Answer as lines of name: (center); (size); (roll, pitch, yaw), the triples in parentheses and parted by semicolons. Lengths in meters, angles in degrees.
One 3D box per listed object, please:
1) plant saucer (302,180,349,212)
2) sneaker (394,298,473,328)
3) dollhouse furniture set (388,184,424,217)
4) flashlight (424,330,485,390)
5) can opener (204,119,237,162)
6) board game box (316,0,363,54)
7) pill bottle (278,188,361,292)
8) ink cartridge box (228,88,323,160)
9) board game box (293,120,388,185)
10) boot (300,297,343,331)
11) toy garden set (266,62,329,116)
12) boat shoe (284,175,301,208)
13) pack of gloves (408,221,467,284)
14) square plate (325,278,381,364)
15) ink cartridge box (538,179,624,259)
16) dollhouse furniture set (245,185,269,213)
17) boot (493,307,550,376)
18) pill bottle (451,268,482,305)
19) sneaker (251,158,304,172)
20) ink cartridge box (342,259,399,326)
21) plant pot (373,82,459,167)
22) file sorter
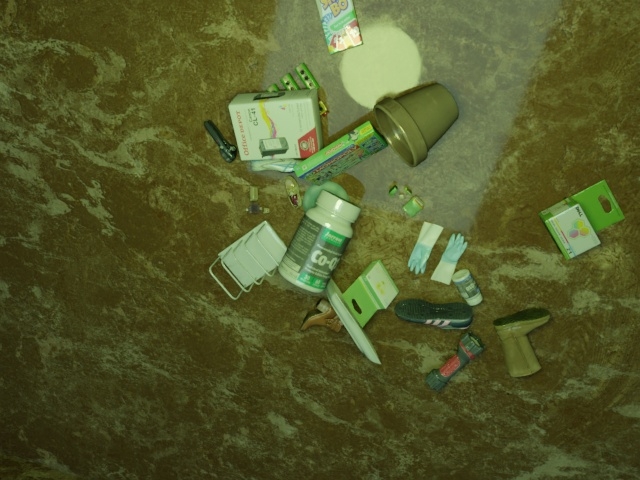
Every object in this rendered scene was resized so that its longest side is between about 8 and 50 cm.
plant saucer: (0.020, -0.143, 1.909); (0.195, 0.037, 0.195); (3, 112, 7)
sneaker: (0.473, 0.327, 1.987); (0.319, 0.112, 0.131); (4, 139, 18)
dollhouse furniture set: (0.336, -0.154, 1.843); (0.151, 0.058, 0.076); (42, 111, -8)
flashlight: (0.575, 0.527, 2.048); (0.103, 0.103, 0.304); (47, 114, 18)
can opener: (-0.397, -0.394, 1.864); (0.073, 0.059, 0.186); (-30, 104, 19)
board game box: (0.058, -0.803, 1.652); (0.124, 0.039, 0.259); (-13, 106, 13)
pill bottle: (0.000, 0.000, 1.812); (0.204, 0.204, 0.361); (26, 98, -2)
ink cartridge box: (-0.156, -0.423, 1.737); (0.306, 0.131, 0.226); (-2, 123, 10)
board game box: (0.079, -0.312, 1.742); (0.317, 0.213, 0.046); (-28, 78, 18)
boot: (0.014, 0.363, 2.087); (0.152, 0.073, 0.197); (35, 115, -10)
toy garden set: (-0.107, -0.510, 1.779); (0.244, 0.049, 0.204); (-31, 103, 18)
boat shoe: (-0.110, -0.193, 1.904); (0.050, 0.045, 0.135); (-18, 107, 15)
pack of gloves: (0.474, 0.061, 1.912); (0.195, 0.046, 0.232); (18, 113, 3)
square plate: (0.109, 0.302, 1.902); (0.049, 0.344, 0.347); (-32, 104, 0)
ink cartridge box: (0.983, -0.077, 1.752); (0.255, 0.097, 0.189); (-32, 103, 19)
dollhouse furniture set: (-0.271, -0.167, 1.959); (0.081, 0.091, 0.114); (-3, 88, 52)
boot: (0.870, 0.428, 1.975); (0.236, 0.089, 0.269); (-18, 107, 26)
pill bottle: (0.601, 0.193, 1.924); (0.078, 0.078, 0.137); (-29, 105, 18)
sneaker: (-0.157, -0.309, 1.849); (0.237, 0.085, 0.086); (3, 104, 4)
ink cartridge box: (0.208, 0.214, 1.918); (0.056, 0.235, 0.171); (-16, 111, 47)
plant pot: (0.348, -0.428, 1.655); (0.229, 0.263, 0.263); (-36, 102, 2)
file sorter: (-0.291, 0.087, 1.972); (0.277, 0.173, 0.193); (-34, 103, 18)
